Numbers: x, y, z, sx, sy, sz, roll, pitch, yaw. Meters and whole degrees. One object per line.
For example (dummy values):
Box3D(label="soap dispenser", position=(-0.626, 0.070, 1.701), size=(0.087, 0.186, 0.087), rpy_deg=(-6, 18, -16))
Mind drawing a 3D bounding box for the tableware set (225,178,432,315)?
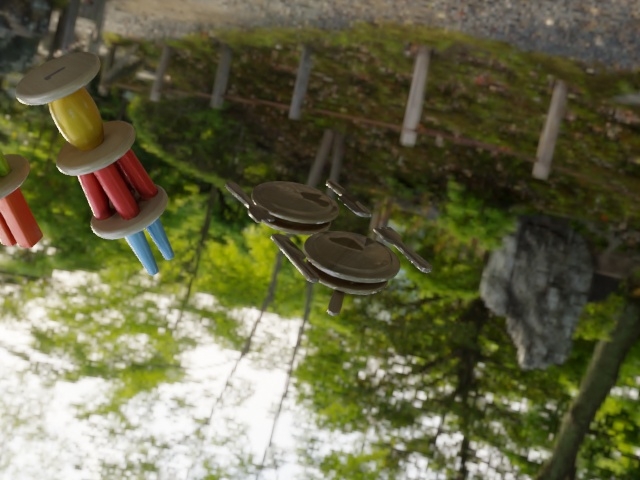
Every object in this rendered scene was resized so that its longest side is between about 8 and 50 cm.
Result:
Box3D(label="tableware set", position=(0.000, 0.000, 0.874), size=(0.128, 0.039, 0.194), rpy_deg=(-3, -150, -30))

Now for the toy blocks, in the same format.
Box3D(label="toy blocks", position=(-0.165, -0.031, 0.593), size=(0.123, 0.148, 0.054), rpy_deg=(-17, -146, 6))
